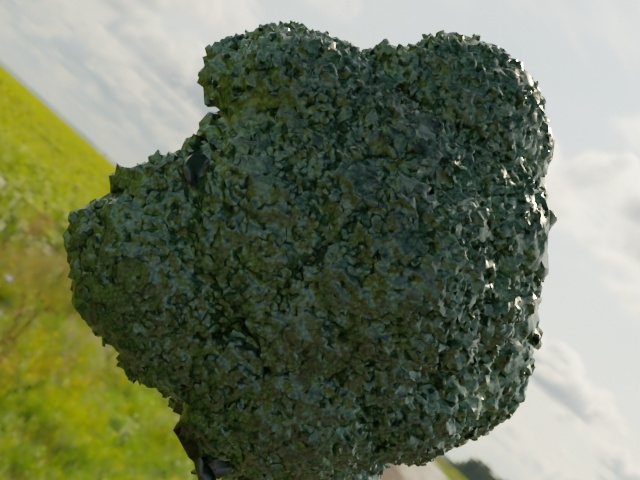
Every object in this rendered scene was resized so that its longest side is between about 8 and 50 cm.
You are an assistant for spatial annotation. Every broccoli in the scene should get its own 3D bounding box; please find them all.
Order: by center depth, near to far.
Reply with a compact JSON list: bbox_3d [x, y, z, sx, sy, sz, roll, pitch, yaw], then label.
[{"bbox_3d":[0.000,0.000,0.680,0.254,0.269,0.269,62,-11,-22],"label":"broccoli"}]
